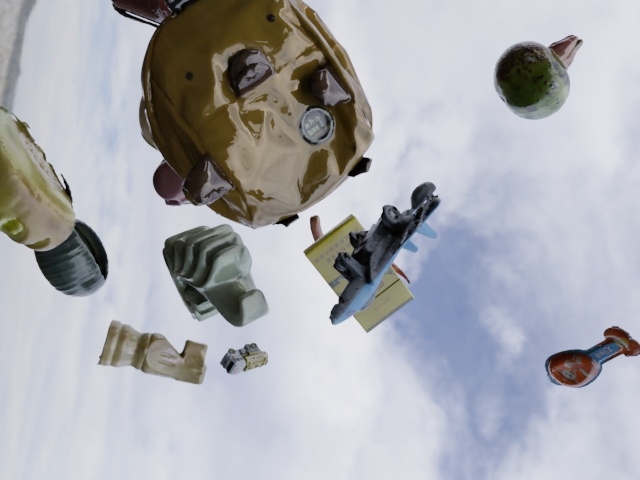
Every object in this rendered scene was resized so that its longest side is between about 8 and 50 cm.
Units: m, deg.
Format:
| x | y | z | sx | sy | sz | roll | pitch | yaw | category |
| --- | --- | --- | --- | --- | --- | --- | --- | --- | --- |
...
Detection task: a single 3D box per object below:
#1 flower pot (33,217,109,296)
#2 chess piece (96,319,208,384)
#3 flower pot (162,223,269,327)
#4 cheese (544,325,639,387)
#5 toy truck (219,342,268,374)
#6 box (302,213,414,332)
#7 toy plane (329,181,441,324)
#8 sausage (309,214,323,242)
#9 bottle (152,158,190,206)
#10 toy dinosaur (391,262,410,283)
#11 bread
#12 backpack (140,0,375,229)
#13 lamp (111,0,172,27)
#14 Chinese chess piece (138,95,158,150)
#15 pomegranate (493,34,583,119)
| x | y | z | sx | sy | sz | roll | pitch | yaw | category |
| --- | --- | --- | --- | --- | --- | --- | --- | --- | --- |
| -0.706 | 0.049 | 1.730 | 0.189 | 0.157 | 0.243 | -111 | 178 | -64 | flower pot |
| -0.469 | 0.328 | 1.737 | 0.137 | 0.301 | 0.137 | -162 | -90 | -78 | chess piece |
| -0.279 | 0.088 | 1.617 | 0.367 | 0.165 | 0.254 | -4 | -74 | 58 | flower pot |
| 0.594 | 0.265 | 1.348 | 0.037 | 0.106 | 0.256 | -50 | 177 | -40 | cheese |
| -0.192 | 0.304 | 1.552 | 0.063 | 0.123 | 0.052 | 47 | -60 | 27 | toy truck |
| 0.096 | 0.085 | 1.502 | 0.153 | 0.279 | 0.041 | -38 | -158 | -1 | box |
| 0.063 | 0.018 | 0.735 | 0.078 | 0.246 | 0.169 | 51 | -46 | 0 | toy plane |
| 0.001 | -0.001 | 2.017 | 0.047 | 0.040 | 0.176 | 9 | -59 | 62 | sausage |
| -0.292 | -0.141 | 1.339 | 0.253 | 0.120 | 0.120 | -73 | 176 | -79 | bottle |
| 0.150 | 0.055 | 1.847 | 0.101 | 0.280 | 0.055 | -63 | 180 | 10 | toy dinosaur |
| -0.556 | -0.105 | 1.058 | 0.260 | 0.158 | 0.156 | 59 | 1 | 9 | bread |
| -0.103 | -0.209 | 0.931 | 0.353 | 0.378 | 0.201 | -41 | -167 | -12 | backpack |
| -0.370 | -0.568 | 1.353 | 0.258 | 0.180 | 0.180 | 26 | -68 | 14 | lamp |
| -0.231 | -0.246 | 1.240 | 0.270 | 0.270 | 0.112 | 55 | -46 | 49 | Chinese chess piece |
| 0.584 | -0.450 | 1.611 | 0.248 | 0.214 | 0.214 | -44 | -137 | 15 | pomegranate |
